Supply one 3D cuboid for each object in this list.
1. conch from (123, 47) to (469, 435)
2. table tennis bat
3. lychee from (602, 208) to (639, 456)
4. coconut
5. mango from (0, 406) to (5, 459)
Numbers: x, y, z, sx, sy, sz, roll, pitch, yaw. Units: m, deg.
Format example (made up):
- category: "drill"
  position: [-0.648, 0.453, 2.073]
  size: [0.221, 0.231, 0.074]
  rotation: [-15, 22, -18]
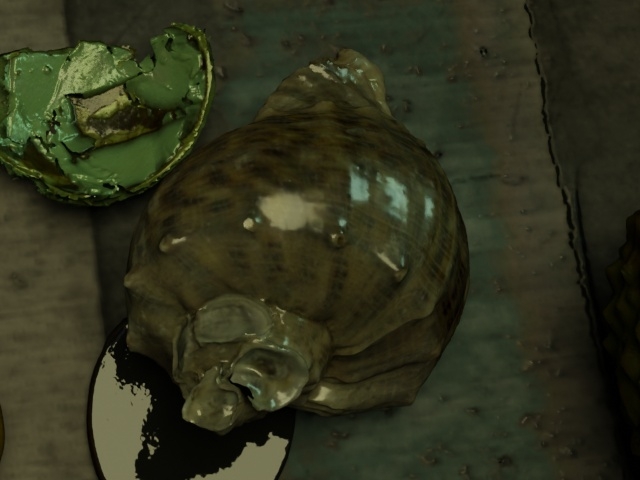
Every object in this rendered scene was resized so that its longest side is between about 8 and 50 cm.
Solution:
- category: "conch"
  position: [0.004, -0.003, 1.066]
  size: [0.210, 0.159, 0.291]
  rotation: [29, 65, -8]
- category: "table tennis bat"
  position: [-0.078, 0.076, 1.113]
  size: [0.130, 0.019, 0.220]
  rotation: [7, 72, -11]
- category: "lychee"
  position: [0.313, 0.044, 1.077]
  size: [0.270, 0.270, 0.320]
  rotation: [21, 108, -4]
- category: "coconut"
  position: [-0.147, -0.078, 1.131]
  size: [0.158, 0.055, 0.133]
  rotation: [2, 73, -9]
- category: "mango"
  position: [-0.254, 0.139, 1.023]
  size: [0.163, 0.089, 0.111]
  rotation: [-17, 75, -24]
